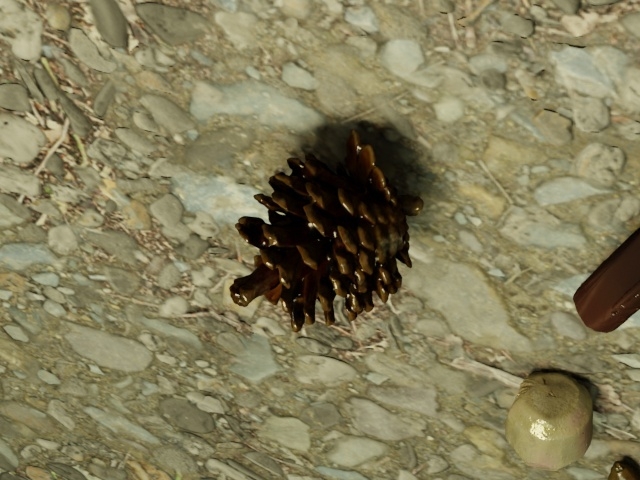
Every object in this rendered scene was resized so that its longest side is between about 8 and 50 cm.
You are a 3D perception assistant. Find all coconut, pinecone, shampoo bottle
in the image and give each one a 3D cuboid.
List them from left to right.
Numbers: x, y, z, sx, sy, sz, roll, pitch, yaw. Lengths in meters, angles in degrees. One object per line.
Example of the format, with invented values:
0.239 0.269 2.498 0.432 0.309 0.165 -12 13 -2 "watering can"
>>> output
0.000 0.000 1.681 0.169 0.212 0.185 -7 111 62 "pinecone"
0.275 0.220 1.914 0.110 0.110 0.124 13 140 14 "coconut"
0.345 0.016 1.643 0.067 0.068 0.236 49 144 9 "shampoo bottle"

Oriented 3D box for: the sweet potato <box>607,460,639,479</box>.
0.440 0.407 2.072 0.108 0.079 0.346 -27 125 32 "sweet potato"
